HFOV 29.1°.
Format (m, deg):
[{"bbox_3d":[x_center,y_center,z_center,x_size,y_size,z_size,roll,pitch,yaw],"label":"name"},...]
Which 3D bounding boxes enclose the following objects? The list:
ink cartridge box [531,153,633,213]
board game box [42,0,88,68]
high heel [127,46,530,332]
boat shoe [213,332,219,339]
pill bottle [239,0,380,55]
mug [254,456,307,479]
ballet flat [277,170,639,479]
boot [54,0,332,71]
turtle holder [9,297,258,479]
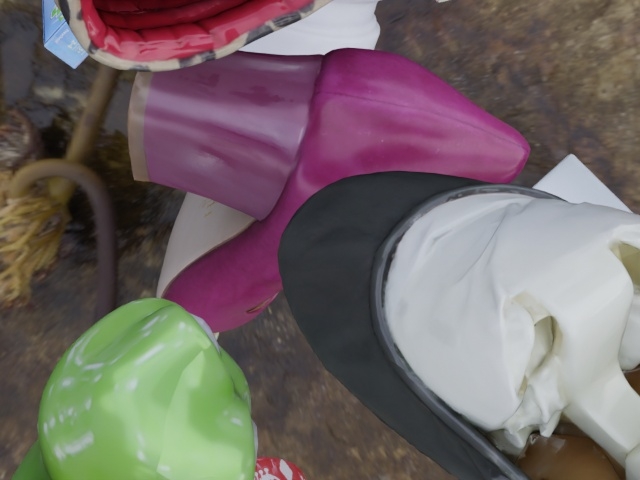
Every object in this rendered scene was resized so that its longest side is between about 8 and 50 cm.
[{"bbox_3d":[0.307,0.073,1.472,0.239,0.060,0.275,-41,79,-9],"label":"ink cartridge box"},{"bbox_3d":[-0.179,-0.256,1.073,0.160,0.211,0.039,-43,121,15],"label":"board game box"},{"bbox_3d":[0.000,0.000,0.715,0.181,0.377,0.127,14,78,3],"label":"high heel"},{"bbox_3d":[-0.140,0.087,1.205,0.068,0.190,0.072,5,124,7],"label":"boat shoe"},{"bbox_3d":[0.008,-0.256,0.846,0.153,0.153,0.264,13,117,-6],"label":"pill bottle"},{"bbox_3d":[-0.031,0.223,0.790,0.113,0.169,0.150,-8,138,-13],"label":"mug"},{"bbox_3d":[0.094,0.048,0.342,0.095,0.096,0.280,-40,63,-20],"label":"ballet flat"},{"bbox_3d":[-0.018,-0.251,0.572,0.377,0.284,0.138,-36,133,0],"label":"boot"},{"bbox_3d":[-0.113,0.191,0.352,0.320,0.227,0.243,-30,84,-29],"label":"turtle holder"}]
